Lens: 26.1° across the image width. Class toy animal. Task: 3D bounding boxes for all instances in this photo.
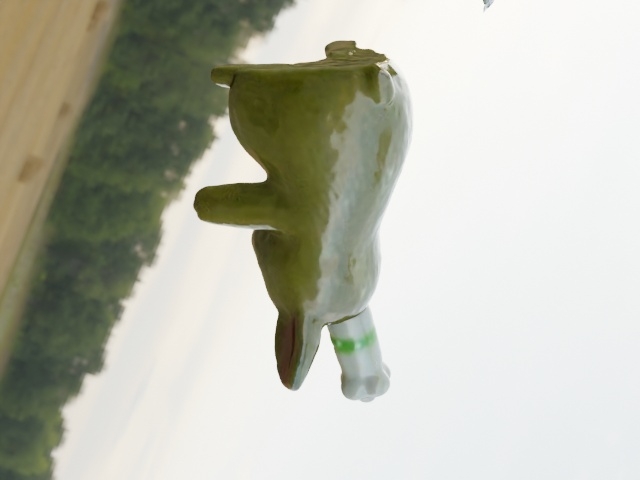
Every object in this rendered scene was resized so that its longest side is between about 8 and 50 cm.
[{"bbox_3d":[-0.012,-0.013,1.317,0.180,0.181,0.363,28,-60,36],"label":"toy animal"}]

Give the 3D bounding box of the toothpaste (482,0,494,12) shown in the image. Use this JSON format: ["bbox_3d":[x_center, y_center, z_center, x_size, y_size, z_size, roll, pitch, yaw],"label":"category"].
[{"bbox_3d":[0.259,-0.467,1.840,0.100,0.066,0.323,-56,158,-61],"label":"toothpaste"}]
